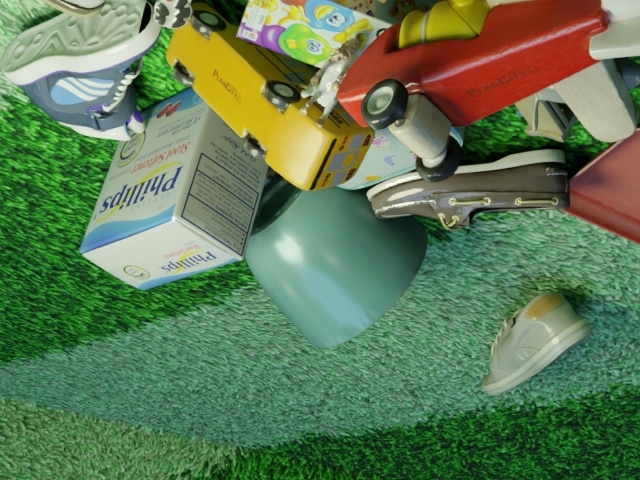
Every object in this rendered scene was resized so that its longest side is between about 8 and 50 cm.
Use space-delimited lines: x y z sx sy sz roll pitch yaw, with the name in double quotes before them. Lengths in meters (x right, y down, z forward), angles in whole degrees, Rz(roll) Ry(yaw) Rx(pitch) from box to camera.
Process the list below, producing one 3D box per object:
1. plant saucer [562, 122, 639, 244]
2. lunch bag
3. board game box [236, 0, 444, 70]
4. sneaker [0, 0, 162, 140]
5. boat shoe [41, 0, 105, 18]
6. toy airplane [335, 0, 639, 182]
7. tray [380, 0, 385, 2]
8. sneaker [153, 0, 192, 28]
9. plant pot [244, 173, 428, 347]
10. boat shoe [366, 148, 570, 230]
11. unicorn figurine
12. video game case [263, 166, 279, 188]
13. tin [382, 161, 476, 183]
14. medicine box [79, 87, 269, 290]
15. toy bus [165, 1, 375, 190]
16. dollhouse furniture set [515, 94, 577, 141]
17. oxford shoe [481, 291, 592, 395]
"plant saucer" 0.534 -0.086 1.717 0.258 0.048 0.259 22 149 -13
"lunch bag" 0.079 -0.190 1.675 0.279 0.108 0.224 -17 140 43
"board game box" 0.048 -0.314 1.437 0.275 0.144 0.142 20 151 -8
"sneaker" -0.324 -0.261 1.718 0.322 0.130 0.236 -9 149 32
"boat shoe" -0.432 -0.418 1.514 0.302 0.113 0.103 16 151 -25
"toy airplane" 0.230 -0.260 1.214 0.384 0.272 0.386 6 144 -6
"tray" -0.036 -0.464 1.222 0.410 0.076 0.203 27 123 -22
"sneaker" -0.200 -0.380 1.519 0.068 0.071 0.170 9 140 -28
"plant pot" 0.000 0.000 1.874 0.235 0.293 0.293 43 141 -21
"boat shoe" 0.237 -0.070 1.736 0.324 0.097 0.116 -10 172 10
"unicorn figurine" 0.009 -0.204 1.413 0.060 0.111 0.162 41 133 -12
"video game case" -0.126 -0.124 1.968 0.166 0.015 0.119 -4 145 30
"tin" 0.198 -0.099 1.852 0.189 0.040 0.106 10 154 8
"medicine box" -0.231 -0.092 1.788 0.263 0.289 0.149 -17 138 42
"toy bus" -0.081 -0.217 1.567 0.333 0.130 0.108 46 129 26
"dollhouse furniture set" 0.273 -0.242 1.518 0.183 0.129 0.129 19 162 46
"oxford shoe" 0.423 0.212 2.208 0.130 0.169 0.449 54 162 13
